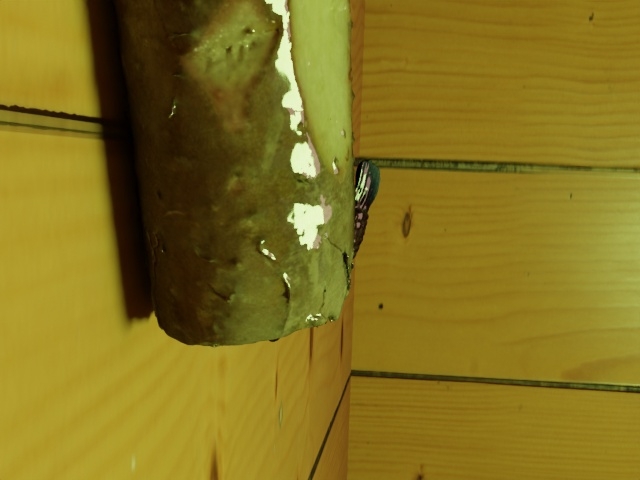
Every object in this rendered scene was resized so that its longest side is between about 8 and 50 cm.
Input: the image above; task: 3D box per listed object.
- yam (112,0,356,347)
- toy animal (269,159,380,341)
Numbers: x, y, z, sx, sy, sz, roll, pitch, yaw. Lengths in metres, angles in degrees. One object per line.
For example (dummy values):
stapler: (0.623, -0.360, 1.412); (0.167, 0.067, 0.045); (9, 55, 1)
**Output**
yam: (-0.044, -0.056, 0.506); (0.128, 0.129, 0.238); (39, -45, 53)
toy animal: (-0.003, 0.007, 0.903); (0.218, 0.116, 0.179); (94, 0, -67)
